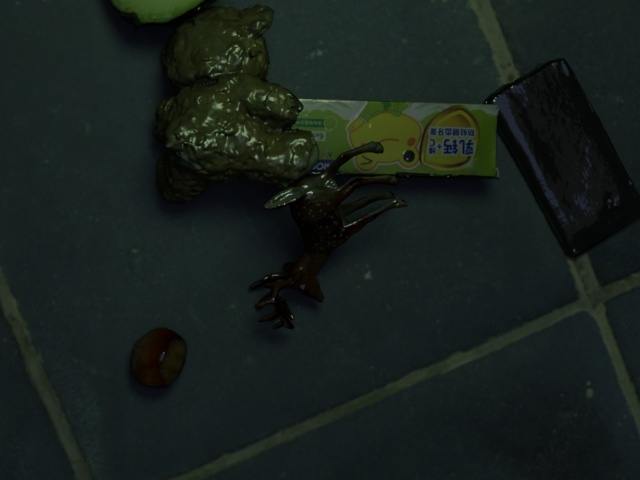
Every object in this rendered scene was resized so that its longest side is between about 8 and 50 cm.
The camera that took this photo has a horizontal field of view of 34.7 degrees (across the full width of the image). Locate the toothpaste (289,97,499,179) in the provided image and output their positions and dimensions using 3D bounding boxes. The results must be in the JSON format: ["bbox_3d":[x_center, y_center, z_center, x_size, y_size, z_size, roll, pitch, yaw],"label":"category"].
[{"bbox_3d":[0.092,-0.144,1.474,0.328,0.077,0.110,0,91,-9],"label":"toothpaste"}]

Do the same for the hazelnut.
[{"bbox_3d":[-0.229,0.165,1.445,0.086,0.086,0.086,-1,93,-9],"label":"hazelnut"}]

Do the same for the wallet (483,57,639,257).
[{"bbox_3d":[0.372,-0.125,1.544,0.146,0.030,0.285,-31,98,-3],"label":"wallet"}]

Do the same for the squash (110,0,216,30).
[{"bbox_3d":[-0.201,-0.373,1.390,0.184,0.085,0.191,-33,77,19],"label":"squash"}]

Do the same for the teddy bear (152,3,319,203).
[{"bbox_3d":[-0.138,-0.193,1.380,0.267,0.156,0.256,-10,66,28],"label":"teddy bear"}]

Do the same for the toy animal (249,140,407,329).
[{"bbox_3d":[-0.008,-0.012,1.411,0.260,0.087,0.243,-30,137,-4],"label":"toy animal"}]
